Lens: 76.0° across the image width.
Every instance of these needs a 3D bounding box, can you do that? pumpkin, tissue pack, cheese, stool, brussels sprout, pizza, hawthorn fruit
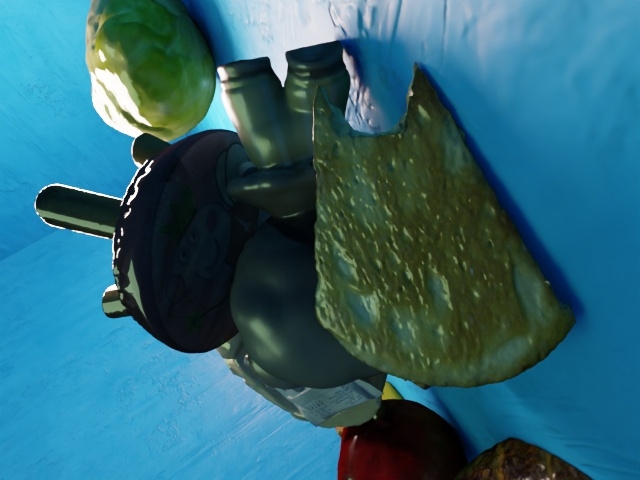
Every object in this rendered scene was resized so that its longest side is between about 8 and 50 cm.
[{"bbox_3d":[0.211,0.321,0.468,0.111,0.163,0.278,63,168,4],"label":"pumpkin"},{"bbox_3d":[-0.005,0.233,0.641,0.123,0.026,0.193,38,135,-5],"label":"tissue pack"},{"bbox_3d":[-0.036,0.182,0.740,0.332,0.153,0.292,43,135,-10],"label":"cheese"},{"bbox_3d":[-0.185,-0.009,0.532,0.179,0.272,0.272,10,144,23],"label":"stool"},{"bbox_3d":[-0.334,-0.334,0.798,0.316,0.243,0.273,56,162,28],"label":"brussels sprout"},{"bbox_3d":[0.061,-0.004,0.319,0.262,0.181,0.034,67,-158,0],"label":"pizza"},{"bbox_3d":[0.151,0.430,0.790,0.265,0.265,0.307,-148,42,-64],"label":"hawthorn fruit"}]

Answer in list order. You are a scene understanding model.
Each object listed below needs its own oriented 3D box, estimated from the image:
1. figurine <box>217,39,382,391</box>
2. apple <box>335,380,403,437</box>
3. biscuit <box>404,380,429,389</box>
[{"bbox_3d":[0.000,-0.001,0.440,0.203,0.248,0.380,-110,7,-70],"label":"figurine"},{"bbox_3d":[0.150,0.498,1.092,0.261,0.194,0.261,53,165,21],"label":"apple"},{"bbox_3d":[0.126,0.143,0.604,0.183,0.061,0.118,57,167,-7],"label":"biscuit"}]
